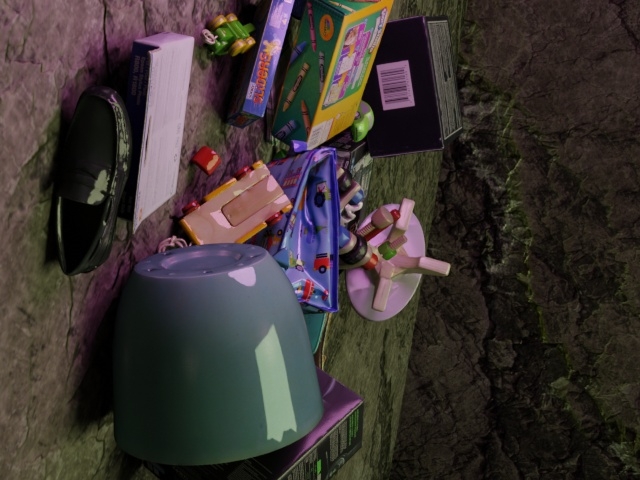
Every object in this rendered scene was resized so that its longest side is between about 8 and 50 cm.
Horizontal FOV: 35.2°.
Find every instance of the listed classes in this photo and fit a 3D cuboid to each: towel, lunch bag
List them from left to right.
[{"bbox_3d":[-0.076,-0.261,1.813,0.113,0.023,0.152,-64,159,-47],"label":"towel"},{"bbox_3d":[-0.062,-0.028,1.706,0.221,0.138,0.293,-10,-108,63],"label":"lunch bag"}]

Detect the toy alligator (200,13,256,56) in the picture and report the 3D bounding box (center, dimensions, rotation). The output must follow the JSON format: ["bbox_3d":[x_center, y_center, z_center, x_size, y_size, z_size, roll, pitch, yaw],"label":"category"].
[{"bbox_3d":[-0.145,-0.288,1.460,0.051,0.056,0.189,-39,-179,24],"label":"toy alligator"}]

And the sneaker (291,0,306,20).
[{"bbox_3d":[0.017,-0.496,1.789,0.330,0.130,0.147,-51,159,-42],"label":"sneaker"}]

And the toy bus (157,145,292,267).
[{"bbox_3d":[-0.147,-0.032,1.554,0.104,0.202,0.191,156,-55,-69],"label":"toy bus"}]

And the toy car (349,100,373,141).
[{"bbox_3d":[0.076,-0.290,2.112,0.239,0.053,0.225,87,-6,-45],"label":"toy car"}]

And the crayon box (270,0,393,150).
[{"bbox_3d":[0.020,-0.305,1.748,0.165,0.081,0.278,-36,152,-48],"label":"crayon box"}]

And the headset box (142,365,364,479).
[{"bbox_3d":[-0.100,0.294,1.577,0.283,0.246,0.131,-39,145,-33],"label":"headset box"}]

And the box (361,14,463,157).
[{"bbox_3d":[0.206,-0.360,2.330,0.294,0.182,0.296,-34,117,-68],"label":"box"}]

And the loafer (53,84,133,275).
[{"bbox_3d":[-0.262,-0.064,1.151,0.078,0.076,0.223,-62,165,-68],"label":"loafer"}]

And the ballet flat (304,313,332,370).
[{"bbox_3d":[-0.046,0.266,2.221,0.123,0.123,0.348,43,60,-74],"label":"ballet flat"}]

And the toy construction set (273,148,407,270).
[{"bbox_3d":[0.000,0.000,1.979,0.309,0.237,0.257,15,44,-54],"label":"toy construction set"}]

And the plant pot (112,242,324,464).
[{"bbox_3d":[-0.150,0.135,1.381,0.293,0.293,0.235,-38,125,-68],"label":"plant pot"}]

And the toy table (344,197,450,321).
[{"bbox_3d":[0.151,0.038,2.239,0.161,0.252,0.274,116,-22,-78],"label":"toy table"}]

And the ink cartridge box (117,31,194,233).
[{"bbox_3d":[-0.214,-0.141,1.256,0.224,0.045,0.223,-72,172,-74],"label":"ink cartridge box"}]

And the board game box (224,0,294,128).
[{"bbox_3d":[-0.094,-0.281,1.560,0.136,0.035,0.201,173,-67,-73],"label":"board game box"}]

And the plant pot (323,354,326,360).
[{"bbox_3d":[-0.042,0.304,2.327,0.083,0.081,0.081,104,8,-52],"label":"plant pot"}]

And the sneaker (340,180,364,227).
[{"bbox_3d":[-0.021,-0.008,2.114,0.118,0.110,0.292,25,87,-43],"label":"sneaker"}]

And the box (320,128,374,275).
[{"bbox_3d":[0.047,-0.085,2.314,0.242,0.076,0.307,-40,141,-67],"label":"box"}]
